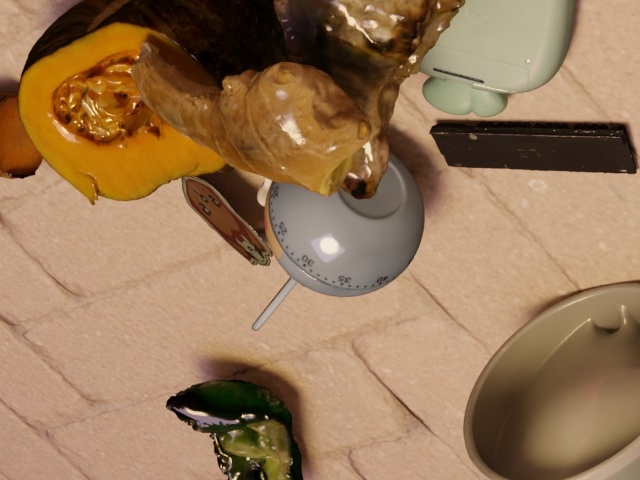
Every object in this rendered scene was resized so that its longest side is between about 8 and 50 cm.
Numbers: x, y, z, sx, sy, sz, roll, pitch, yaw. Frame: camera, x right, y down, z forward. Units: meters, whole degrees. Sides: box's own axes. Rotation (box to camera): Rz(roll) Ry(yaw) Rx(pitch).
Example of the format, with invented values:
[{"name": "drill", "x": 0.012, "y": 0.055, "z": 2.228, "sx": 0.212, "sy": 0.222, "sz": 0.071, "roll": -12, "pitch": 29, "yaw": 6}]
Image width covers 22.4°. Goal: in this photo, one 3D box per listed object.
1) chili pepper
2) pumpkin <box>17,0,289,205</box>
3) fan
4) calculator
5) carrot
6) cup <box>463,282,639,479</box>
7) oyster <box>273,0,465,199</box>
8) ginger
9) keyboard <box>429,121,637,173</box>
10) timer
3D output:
[{"name": "chili pepper", "x": -0.088, "y": 0.255, "z": 2.034, "sx": 0.148, "sy": 0.116, "sz": 0.265, "roll": 1, "pitch": 136, "yaw": 16}, {"name": "pumpkin", "x": -0.148, "y": -0.144, "z": 1.581, "sx": 0.317, "sy": 0.139, "sz": 0.222, "roll": -18, "pitch": 118, "yaw": 41}, {"name": "fan", "x": -0.131, "y": -0.052, "z": 1.742, "sx": 0.220, "sy": 0.009, "sz": 0.132, "roll": 46, "pitch": 164, "yaw": -3}, {"name": "calculator", "x": 0.129, "y": -0.213, "z": 1.392, "sx": 0.184, "sy": 0.042, "sz": 0.295, "roll": 16, "pitch": 140, "yaw": 16}, {"name": "carrot", "x": -0.428, "y": -0.116, "z": 1.825, "sx": 0.263, "sy": 0.102, "sz": 0.102, "roll": 0, "pitch": 134, "yaw": 34}, {"name": "cup", "x": 0.361, "y": 0.201, "z": 1.591, "sx": 0.356, "sy": 0.259, "sz": 0.274, "roll": -31, "pitch": 119, "yaw": 14}, {"name": "oyster", "x": 0.023, "y": -0.195, "z": 1.343, "sx": 0.198, "sy": 0.133, "sz": 0.337, "roll": 41, "pitch": 145, "yaw": 34}, {"name": "ginger", "x": -0.072, "y": -0.111, "z": 1.353, "sx": 0.294, "sy": 0.086, "sz": 0.131, "roll": 21, "pitch": 160, "yaw": 45}, {"name": "keyboard", "x": 0.199, "y": -0.088, "z": 1.516, "sx": 0.195, "sy": 0.018, "sz": 0.060, "roll": 4, "pitch": 144, "yaw": 29}, {"name": "timer", "x": -0.007, "y": -0.016, "z": 1.622, "sx": 0.175, "sy": 0.175, "sz": 0.255, "roll": 47, "pitch": 147, "yaw": -22}]
